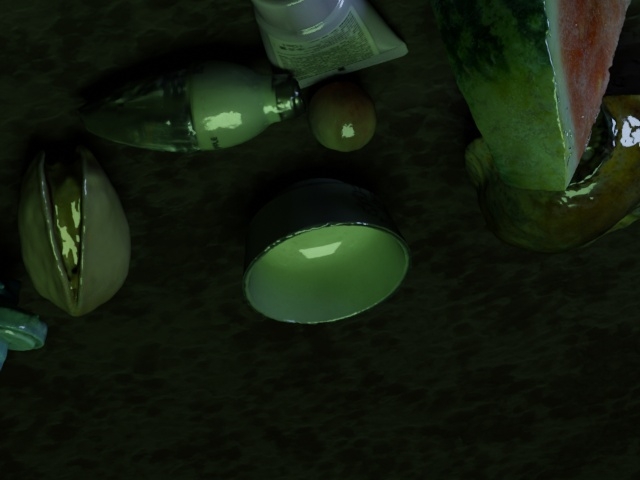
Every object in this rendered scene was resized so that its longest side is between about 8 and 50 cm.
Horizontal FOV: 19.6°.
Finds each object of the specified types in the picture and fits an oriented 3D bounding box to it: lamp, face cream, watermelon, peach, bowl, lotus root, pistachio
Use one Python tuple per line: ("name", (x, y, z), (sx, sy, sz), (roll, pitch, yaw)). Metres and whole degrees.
("lamp", (-0.140, -0.144, 1.999), (0.250, 0.101, 0.101), (-7, 146, 9))
("face cream", (-0.003, -0.229, 1.950), (0.154, 0.096, 0.274), (-20, 158, 6))
("watermelon", (0.233, -0.218, 1.956), (0.193, 0.232, 0.310), (-20, 100, 14))
("peach", (0.025, -0.141, 2.079), (0.083, 0.083, 0.083), (-8, 145, -6))
("bowl", (0.000, 0.000, 2.242), (0.211, 0.112, 0.211), (-8, 146, -5))
("lotus root", (0.310, -0.077, 2.120), (0.267, 0.149, 0.260), (-20, 172, 4))
("pistachio", (-0.282, -0.012, 2.112), (0.126, 0.152, 0.223), (-5, 126, -4))

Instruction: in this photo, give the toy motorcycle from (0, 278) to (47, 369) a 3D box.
("toy motorcycle", (-0.485, 0.088, 2.151), (0.241, 0.182, 0.319), (-29, 143, 23))
